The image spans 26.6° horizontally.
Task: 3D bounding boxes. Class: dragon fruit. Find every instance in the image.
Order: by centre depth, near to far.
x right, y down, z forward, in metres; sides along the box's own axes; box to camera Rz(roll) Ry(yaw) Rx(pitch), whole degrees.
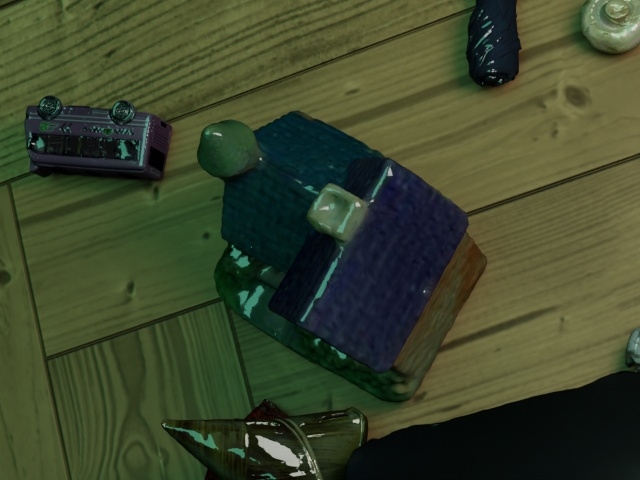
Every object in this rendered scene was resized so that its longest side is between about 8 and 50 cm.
[{"bbox_3d":[-0.095,0.248,1.593,0.131,0.097,0.063,-60,40,20],"label":"dragon fruit"}]

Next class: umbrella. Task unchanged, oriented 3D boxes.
[{"bbox_3d":[0.211,-0.301,1.647,0.071,0.071,0.248,-3,71,15],"label":"umbrella"}]

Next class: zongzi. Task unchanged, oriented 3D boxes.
[{"bbox_3d":[-0.057,0.313,1.490,0.241,0.111,0.248,1,76,-23],"label":"zongzi"}]

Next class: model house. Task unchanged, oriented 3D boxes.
[{"bbox_3d":[0.000,0.000,1.510,0.312,0.280,0.245,31,86,22],"label":"model house"}]

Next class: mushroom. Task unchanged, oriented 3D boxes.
[{"bbox_3d":[0.347,-0.261,1.591,0.083,0.067,0.083,-2,73,8],"label":"mushroom"}]

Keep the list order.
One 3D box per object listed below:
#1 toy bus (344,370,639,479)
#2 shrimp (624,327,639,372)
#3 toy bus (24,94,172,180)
[{"bbox_3d":[0.232,0.262,1.410,0.386,0.162,0.171,-18,55,18],"label":"toy bus"},{"bbox_3d":[0.361,0.177,1.482,0.065,0.056,0.165,11,75,-16],"label":"shrimp"},{"bbox_3d":[-0.287,-0.126,1.727,0.178,0.087,0.098,5,84,15],"label":"toy bus"}]
